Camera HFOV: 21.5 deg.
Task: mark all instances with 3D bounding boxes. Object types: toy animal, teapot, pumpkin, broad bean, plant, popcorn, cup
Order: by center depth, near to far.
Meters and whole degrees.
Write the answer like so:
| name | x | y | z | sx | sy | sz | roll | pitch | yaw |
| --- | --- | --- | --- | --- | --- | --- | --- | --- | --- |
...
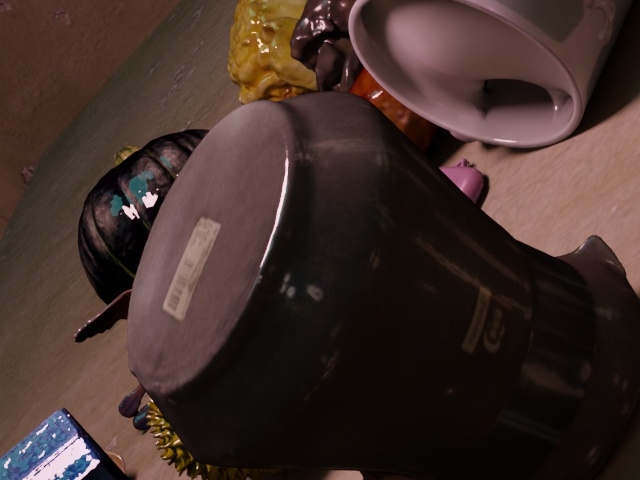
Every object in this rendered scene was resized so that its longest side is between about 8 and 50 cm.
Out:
| name | x | y | z | sx | sy | sz | roll | pitch | yaw |
| --- | --- | --- | --- | --- | --- | --- | --- | --- | --- |
| teapot | 0.045 | 0.101 | 1.339 | 0.376 | 0.362 | 0.305 | -67 | 24 | -1 |
| cup | 0.205 | -0.259 | 1.819 | 0.274 | 0.259 | 0.356 | -62 | -13 | -22 |
| broad bean | 0.097 | -0.165 | 2.018 | 0.156 | 0.122 | 0.228 | -58 | 0 | -40 |
| plant | 0.065 | -0.267 | 2.217 | 0.199 | 0.188 | 0.276 | -52 | 18 | 14 |
| toy animal | -0.153 | 0.135 | 2.251 | 0.302 | 0.225 | 0.284 | -44 | -4 | -7 |
| pumpkin | -0.208 | -0.044 | 2.332 | 0.296 | 0.296 | 0.296 | -48 | 19 | 22 |
| popcorn | -0.056 | -0.304 | 2.652 | 0.286 | 0.174 | 0.225 | -92 | 24 | -46 |

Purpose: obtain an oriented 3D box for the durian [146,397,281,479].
| name | x | y | z | sx | sy | sz | roll | pitch | yaw |
| --- | --- | --- | --- | --- | --- | --- | --- | --- | --- |
| durian | -0.090 | 0.173 | 1.820 | 0.237 | 0.200 | 0.176 | 123 | 140 | -70 |

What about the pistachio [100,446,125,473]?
| name | x | y | z | sx | sy | sz | roll | pitch | yaw |
| --- | --- | --- | --- | --- | --- | --- | --- | --- | --- |
| pistachio | -0.354 | 0.354 | 2.309 | 0.223 | 0.126 | 0.152 | -39 | 57 | 30 |

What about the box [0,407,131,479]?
| name | x | y | z | sx | sy | sz | roll | pitch | yaw |
| --- | --- | --- | --- | --- | --- | --- | --- | --- | --- |
| box | -0.300 | 0.356 | 1.795 | 0.279 | 0.261 | 0.116 | -39 | 46 | -8 |

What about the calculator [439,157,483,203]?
| name | x | y | z | sx | sy | sz | roll | pitch | yaw |
| --- | --- | --- | --- | --- | --- | --- | --- | --- | --- |
| calculator | 0.082 | 0.025 | 1.890 | 0.294 | 0.043 | 0.194 | -57 | 17 | -10 |
